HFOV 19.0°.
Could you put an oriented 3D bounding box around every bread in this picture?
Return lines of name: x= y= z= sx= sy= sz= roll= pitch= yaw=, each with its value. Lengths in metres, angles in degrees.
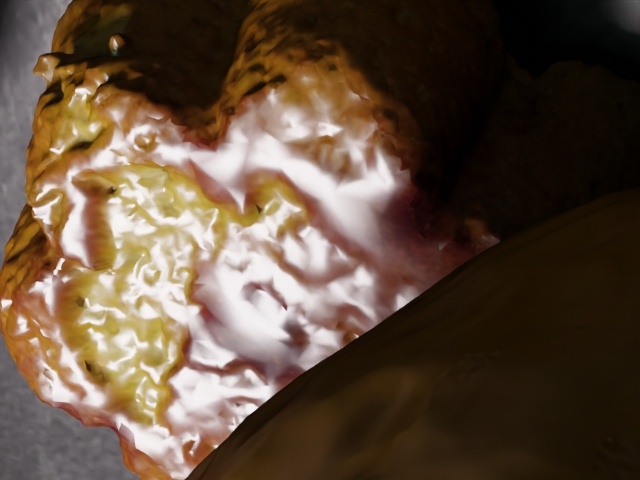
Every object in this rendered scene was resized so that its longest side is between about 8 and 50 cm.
bread: x=-0.013 y=-0.003 z=0.724 sx=0.232 sy=0.135 sz=0.247 roll=38 pitch=126 yaw=-10

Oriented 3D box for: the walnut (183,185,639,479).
walnut: x=0.104 y=0.166 z=0.555 sx=0.308 sy=0.398 sz=0.354 roll=30 pitch=141 yaw=50
